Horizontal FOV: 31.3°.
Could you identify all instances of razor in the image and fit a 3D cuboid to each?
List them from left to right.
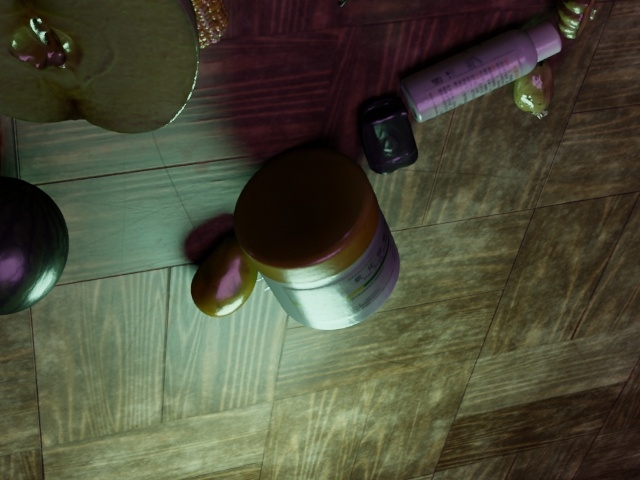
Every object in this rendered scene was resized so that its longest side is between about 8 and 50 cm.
[{"bbox_3d":[0.113,-0.179,1.942,0.090,0.054,0.148,-22,141,-2],"label":"razor"}]

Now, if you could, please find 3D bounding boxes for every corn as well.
[{"bbox_3d":[-0.199,-0.365,1.532,0.093,0.093,0.244,-24,142,0],"label":"corn"}]

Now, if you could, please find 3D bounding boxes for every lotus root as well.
[{"bbox_3d":[0.370,-0.262,1.975,0.072,0.063,0.152,-31,139,-7],"label":"lotus root"}]

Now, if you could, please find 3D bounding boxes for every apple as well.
[{"bbox_3d":[-0.333,-0.270,1.407,0.311,0.320,0.360,-37,157,-14],"label":"apple"}]

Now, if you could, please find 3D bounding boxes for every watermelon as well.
[{"bbox_3d":[-0.484,0.006,1.724,0.212,0.212,0.212,-14,141,-12],"label":"watermelon"}]

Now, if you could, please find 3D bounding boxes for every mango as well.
[{"bbox_3d":[-0.166,0.066,2.058,0.111,0.089,0.163,26,112,-43],"label":"mango"}]

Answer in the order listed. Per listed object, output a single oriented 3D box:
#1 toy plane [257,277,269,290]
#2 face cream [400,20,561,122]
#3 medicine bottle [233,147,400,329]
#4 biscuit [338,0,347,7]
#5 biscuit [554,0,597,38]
[{"bbox_3d":[-0.083,0.067,2.152,0.078,0.024,0.084,-4,131,-23],"label":"toy plane"},{"bbox_3d":[0.267,-0.283,1.881,0.269,0.082,0.082,-25,142,-1],"label":"face cream"},{"bbox_3d":[0.000,0.000,1.945,0.238,0.238,0.232,-26,143,3],"label":"medicine bottle"},{"bbox_3d":[0.025,-0.381,1.691,0.046,0.016,0.089,-37,140,17],"label":"biscuit"},{"bbox_3d":[0.420,-0.401,1.832,0.118,0.061,0.183,-48,163,-44],"label":"biscuit"}]
